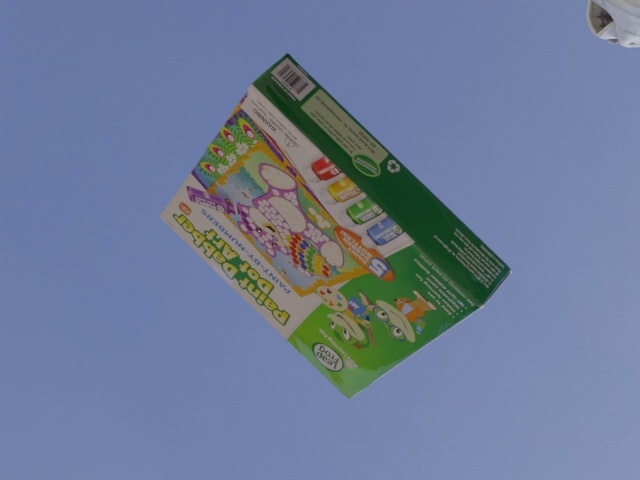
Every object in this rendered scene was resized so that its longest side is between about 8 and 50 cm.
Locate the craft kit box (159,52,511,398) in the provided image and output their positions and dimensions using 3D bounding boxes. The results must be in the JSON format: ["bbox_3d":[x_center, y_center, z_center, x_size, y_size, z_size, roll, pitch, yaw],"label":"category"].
[{"bbox_3d":[0.000,0.000,1.021,0.250,0.061,0.246,44,-32,0],"label":"craft kit box"}]

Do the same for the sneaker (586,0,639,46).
[{"bbox_3d":[0.349,-0.240,1.154,0.152,0.305,0.114,-30,-127,41],"label":"sneaker"}]
